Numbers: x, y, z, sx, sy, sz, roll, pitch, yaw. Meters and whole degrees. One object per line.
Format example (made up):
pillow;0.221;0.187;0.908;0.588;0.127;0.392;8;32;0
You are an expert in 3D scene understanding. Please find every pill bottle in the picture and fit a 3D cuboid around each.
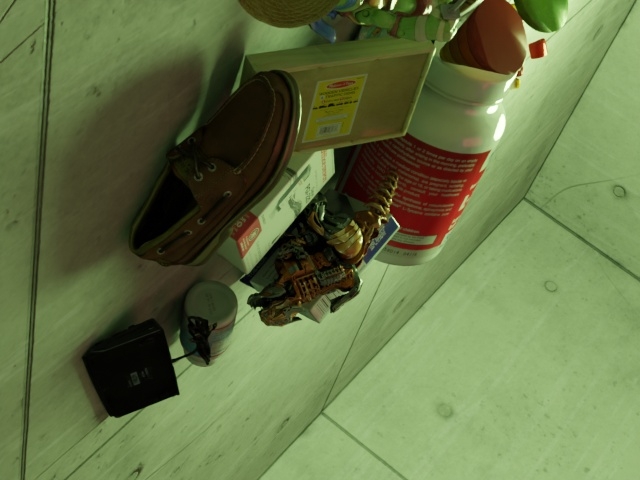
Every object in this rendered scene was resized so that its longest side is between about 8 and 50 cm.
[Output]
pill bottle;0.181;-0.168;1.992;0.229;0.229;0.407;-38;159;-46
pill bottle;-0.185;0.141;1.868;0.087;0.087;0.160;-44;164;-32

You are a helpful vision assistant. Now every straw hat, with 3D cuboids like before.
straw hat;-0.035;-0.314;1.274;0.144;0.145;0.061;-59;-155;23

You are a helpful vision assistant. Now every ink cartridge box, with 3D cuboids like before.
ink cartridge box;-0.078;-0.076;1.673;0.218;0.092;0.158;-52;167;-14
ink cartridge box;-0.013;0.014;1.950;0.223;0.224;0.045;-50;132;-16

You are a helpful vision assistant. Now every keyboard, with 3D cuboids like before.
keyboard;-0.252;0.187;1.765;0.202;0.033;0.317;-20;158;-12

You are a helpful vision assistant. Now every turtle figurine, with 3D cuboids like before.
turtle figurine;0.124;-0.350;1.444;0.274;0.198;0.266;-55;171;21

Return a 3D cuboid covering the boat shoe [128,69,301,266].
boat shoe;-0.134;-0.081;1.418;0.104;0.110;0.307;3;129;-44

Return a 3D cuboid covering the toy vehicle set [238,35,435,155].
toy vehicle set;0.014;-0.190;1.535;0.267;0.035;0.166;-12;143;-25

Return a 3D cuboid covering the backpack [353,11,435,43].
backpack;0.095;-0.259;1.741;0.182;0.115;0.152;-63;174;33

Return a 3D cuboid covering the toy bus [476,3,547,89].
toy bus;0.320;-0.380;2.186;0.202;0.191;0.104;-51;-151;-5

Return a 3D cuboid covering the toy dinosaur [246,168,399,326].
toy dinosaur;0.000;0.000;1.831;0.322;0.218;0.164;-34;158;-40

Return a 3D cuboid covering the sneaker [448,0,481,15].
sneaker;0.281;-0.459;1.882;0.282;0.099;0.153;-55;165;-5

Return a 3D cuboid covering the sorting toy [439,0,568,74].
sorting toy;0.302;-0.370;1.838;0.126;0.127;0.365;-11;-154;47
